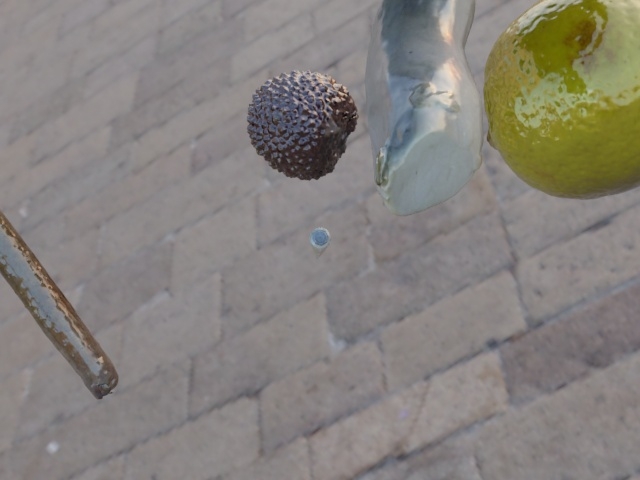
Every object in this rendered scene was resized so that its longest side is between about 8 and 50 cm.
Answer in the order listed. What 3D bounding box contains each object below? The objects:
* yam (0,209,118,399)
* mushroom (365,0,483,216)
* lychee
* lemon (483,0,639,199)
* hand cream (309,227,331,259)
[{"bbox_3d":[-0.316,0.070,1.456,0.046,0.264,0.046,-35,5,4],"label":"yam"},{"bbox_3d":[0.093,-0.157,1.150,0.109,0.097,0.351,-15,43,22],"label":"mushroom"},{"bbox_3d":[-0.035,-0.191,2.077,0.188,0.188,0.188,-26,30,16],"label":"lychee"},{"bbox_3d":[0.315,-0.174,1.458,0.267,0.267,0.267,-26,30,16],"label":"lemon"},{"bbox_3d":[0.000,0.000,1.334,0.022,0.035,0.102,7,-5,1],"label":"hand cream"}]
